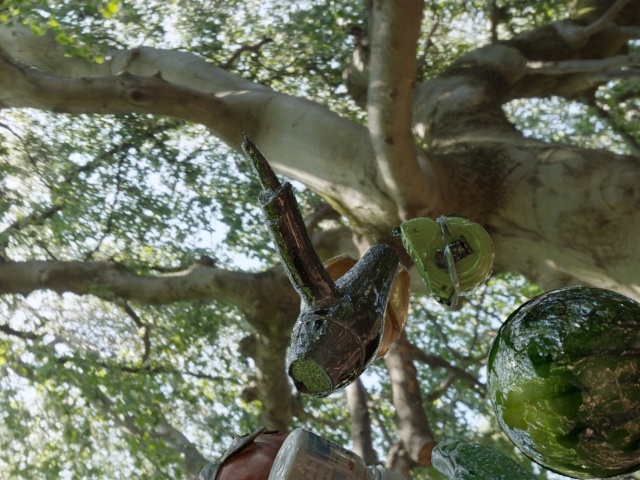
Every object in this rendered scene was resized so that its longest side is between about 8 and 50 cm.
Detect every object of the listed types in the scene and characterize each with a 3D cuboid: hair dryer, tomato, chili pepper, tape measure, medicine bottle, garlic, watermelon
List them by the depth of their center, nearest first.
[{"bbox_3d":[0.000,0.000,0.709,0.235,0.091,0.272,-53,-55,-51],"label":"hair dryer"},{"bbox_3d":[0.333,0.178,0.861,0.242,0.242,0.242,-10,-73,-33],"label":"watermelon"},{"bbox_3d":[0.021,0.327,0.900,0.168,0.105,0.105,28,-95,-7],"label":"medicine bottle"},{"bbox_3d":[-0.084,0.480,1.133,0.309,0.170,0.309,-2,-86,-27],"label":"tomato"},{"bbox_3d":[0.238,0.028,1.239,0.154,0.177,0.087,-23,-19,-2],"label":"tape measure"},{"bbox_3d":[0.332,0.531,1.322,0.167,0.385,0.213,24,-88,-24],"label":"chili pepper"},{"bbox_3d":[0.065,0.143,1.345,0.217,0.110,0.228,15,-119,-8],"label":"garlic"}]

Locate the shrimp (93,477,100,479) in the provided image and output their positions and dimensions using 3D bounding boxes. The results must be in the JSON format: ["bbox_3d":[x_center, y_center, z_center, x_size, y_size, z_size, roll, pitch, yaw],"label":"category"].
[{"bbox_3d":[-0.313,0.374,0.861,0.045,0.095,0.162,38,-133,-16],"label":"shrimp"}]
